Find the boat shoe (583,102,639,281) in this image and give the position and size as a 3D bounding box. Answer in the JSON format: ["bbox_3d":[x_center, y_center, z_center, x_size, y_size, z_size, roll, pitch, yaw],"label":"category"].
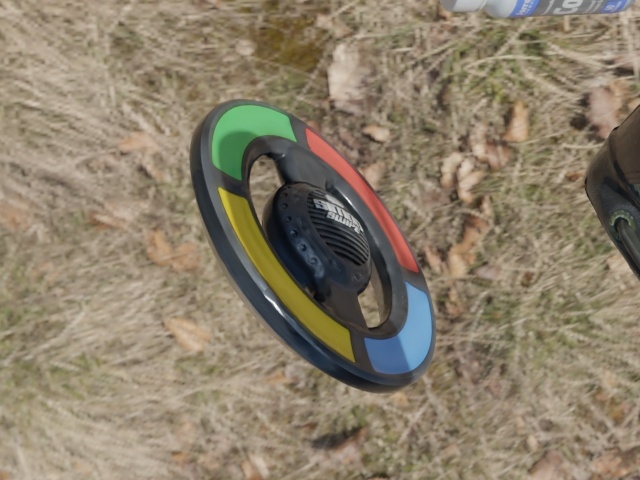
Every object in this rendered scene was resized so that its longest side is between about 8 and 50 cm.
[{"bbox_3d":[0.155,0.047,0.297,0.223,0.080,0.073,56,142,11],"label":"boat shoe"}]

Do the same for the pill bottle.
[{"bbox_3d":[0.157,-0.201,0.804,0.078,0.137,0.078,175,90,-79],"label":"pill bottle"}]

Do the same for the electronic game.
[{"bbox_3d":[0.000,0.000,0.753,0.048,0.229,0.229,-37,76,26],"label":"electronic game"}]
